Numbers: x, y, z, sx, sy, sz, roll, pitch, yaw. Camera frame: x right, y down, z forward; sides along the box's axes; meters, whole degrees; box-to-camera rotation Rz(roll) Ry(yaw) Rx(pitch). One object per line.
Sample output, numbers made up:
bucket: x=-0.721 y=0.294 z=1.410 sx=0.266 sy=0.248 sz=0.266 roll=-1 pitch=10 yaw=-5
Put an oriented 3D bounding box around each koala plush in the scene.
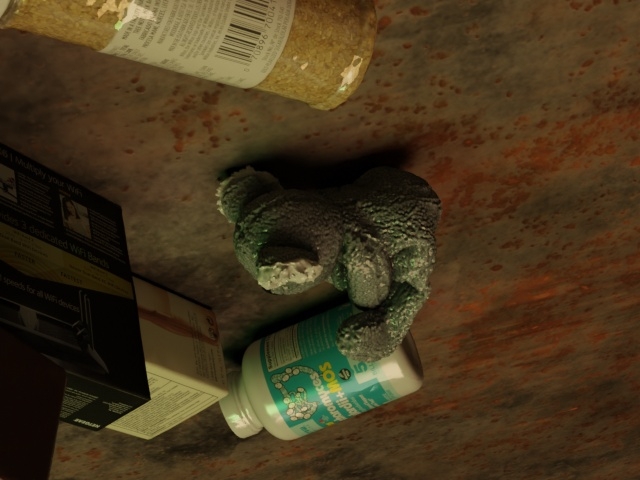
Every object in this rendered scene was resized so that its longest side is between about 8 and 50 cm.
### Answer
koala plush: x=0.000 y=0.000 z=1.120 sx=0.221 sy=0.196 sz=0.203 roll=10 pitch=127 yaw=-32

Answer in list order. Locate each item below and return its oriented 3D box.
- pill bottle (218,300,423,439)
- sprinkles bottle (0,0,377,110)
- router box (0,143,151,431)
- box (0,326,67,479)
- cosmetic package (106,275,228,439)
pill bottle: x=-0.004 y=0.180 z=1.394 sx=0.264 sy=0.146 sz=0.146 roll=-24 pitch=145 yaw=12
sprinkles bottle: x=-0.127 y=-0.197 z=0.827 sx=0.355 sy=0.121 sz=0.121 roll=10 pitch=138 yaw=-33
router box: x=-0.306 y=0.025 z=0.965 sx=0.081 sy=0.243 sz=0.309 roll=-31 pitch=142 yaw=22
box: x=-0.387 y=0.084 z=0.712 sx=0.191 sy=0.143 sz=0.381 roll=-32 pitch=127 yaw=22
cosmetic package: x=-0.266 y=0.125 z=1.227 sx=0.153 sy=0.129 sz=0.296 roll=-30 pitch=144 yaw=23
